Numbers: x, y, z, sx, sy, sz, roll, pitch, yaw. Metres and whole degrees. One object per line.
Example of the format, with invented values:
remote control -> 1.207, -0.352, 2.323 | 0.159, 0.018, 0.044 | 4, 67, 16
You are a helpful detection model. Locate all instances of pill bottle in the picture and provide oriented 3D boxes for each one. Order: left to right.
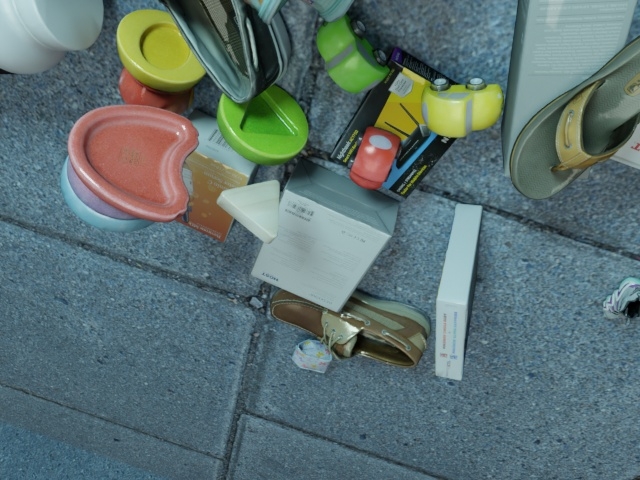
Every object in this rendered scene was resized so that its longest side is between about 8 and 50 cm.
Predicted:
pill bottle -> -0.459, -0.309, 0.672 | 0.323, 0.181, 0.181 | 5, 135, 15

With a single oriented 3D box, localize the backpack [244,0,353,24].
backpack -> -0.011, -0.316, 0.455 | 0.191, 0.253, 0.225 | 35, 134, -16

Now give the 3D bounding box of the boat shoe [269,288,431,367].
boat shoe -> 0.051, 0.167, 1.015 | 0.325, 0.116, 0.123 | 10, 136, 10

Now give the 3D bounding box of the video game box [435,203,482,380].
video game box -> 0.215, 0.078, 0.806 | 0.048, 0.205, 0.187 | 5, 134, 20

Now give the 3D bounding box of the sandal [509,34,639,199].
sandal -> 0.278, -0.113, 0.516 | 0.090, 0.060, 0.219 | 33, 133, -16

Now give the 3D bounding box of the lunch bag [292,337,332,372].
lunch bag -> -0.019, 0.258, 1.179 | 0.083, 0.053, 0.071 | 12, 139, -6

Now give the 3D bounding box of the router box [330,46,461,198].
router box -> 0.112, -0.155, 0.722 | 0.133, 0.046, 0.179 | 28, 136, -7

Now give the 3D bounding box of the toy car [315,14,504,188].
toy car -> 0.074, -0.174, 0.646 | 0.239, 0.053, 0.225 | -27, 118, 38

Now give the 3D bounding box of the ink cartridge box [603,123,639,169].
ink cartridge box -> 0.439, -0.168, 0.563 | 0.159, 0.092, 0.217 | 20, 138, -1

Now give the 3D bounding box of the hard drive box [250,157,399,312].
hard drive box -> 0.000, 0.000, 0.887 | 0.181, 0.089, 0.232 | 24, 136, -5

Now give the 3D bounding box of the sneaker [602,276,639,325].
sneaker -> 0.490, 0.113, 0.841 | 0.038, 0.069, 0.098 | 11, 136, 10

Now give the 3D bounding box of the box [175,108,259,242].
box -> -0.180, -0.101, 0.848 | 0.130, 0.091, 0.170 | 24, 136, -5

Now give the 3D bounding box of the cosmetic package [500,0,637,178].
cosmetic package -> 0.262, -0.196, 0.572 | 0.107, 0.127, 0.237 | 5, 133, 12

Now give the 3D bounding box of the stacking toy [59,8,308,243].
stacking toy -> -0.177, -0.122, 0.703 | 0.280, 0.308, 0.130 | 24, 145, -20

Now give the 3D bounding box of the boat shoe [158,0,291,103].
boat shoe -> -0.138, -0.316, 0.596 | 0.121, 0.119, 0.335 | -14, 126, 30
